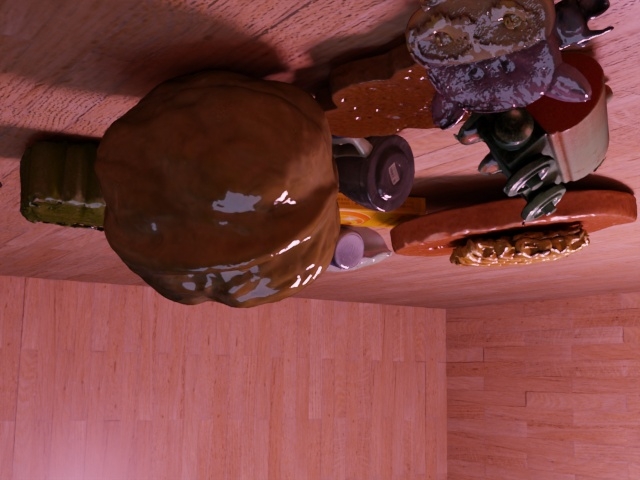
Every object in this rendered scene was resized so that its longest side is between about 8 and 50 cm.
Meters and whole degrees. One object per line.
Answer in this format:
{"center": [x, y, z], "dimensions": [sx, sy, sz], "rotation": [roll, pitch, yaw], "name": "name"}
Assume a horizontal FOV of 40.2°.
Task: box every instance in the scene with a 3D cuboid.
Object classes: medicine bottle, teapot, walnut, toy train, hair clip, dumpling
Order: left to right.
{"center": [-0.114, -0.059, 1.024], "dimensions": [0.277, 0.281, 0.253], "rotation": [0, -165, 14], "name": "walnut"}
{"center": [0.000, 0.000, 1.811], "dimensions": [0.084, 0.083, 0.203], "rotation": [8, -173, -37], "name": "medicine bottle"}
{"center": [0.046, 0.029, 1.919], "dimensions": [0.217, 0.149, 0.104], "rotation": [4, 131, 11], "name": "dumpling"}
{"center": [0.053, -0.101, 1.236], "dimensions": [0.108, 0.111, 0.149], "rotation": [11, -175, 41], "name": "teapot"}
{"center": [0.165, -0.179, 0.787], "dimensions": [0.187, 0.056, 0.146], "rotation": [-15, 127, 22], "name": "hair clip"}
{"center": [0.269, -0.123, 1.033], "dimensions": [0.177, 0.116, 0.285], "rotation": [-40, 160, 9], "name": "toy train"}

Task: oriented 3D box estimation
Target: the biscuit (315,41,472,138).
{"center": [0.102, -0.173, 0.971], "dimensions": [0.184, 0.047, 0.320], "rotation": [1, 171, -14], "name": "biscuit"}

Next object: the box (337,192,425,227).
{"center": [0.051, -0.059, 1.688], "dimensions": [0.270, 0.043, 0.152], "rotation": [2, 169, -12], "name": "box"}

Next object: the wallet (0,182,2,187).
{"center": [-0.652, -0.125, 1.374], "dimensions": [0.247, 0.041, 0.323], "rotation": [1, 169, -10], "name": "wallet"}

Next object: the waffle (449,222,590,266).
{"center": [0.364, 0.017, 1.613], "dimensions": [0.245, 0.052, 0.254], "rotation": [-6, 173, -1], "name": "waffle"}

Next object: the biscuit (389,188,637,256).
{"center": [0.356, -0.034, 1.629], "dimensions": [0.456, 0.078, 0.350], "rotation": [-8, 176, 9], "name": "biscuit"}

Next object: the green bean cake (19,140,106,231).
{"center": [-0.357, -0.082, 1.362], "dimensions": [0.214, 0.113, 0.200], "rotation": [5, 171, -20], "name": "green bean cake"}
